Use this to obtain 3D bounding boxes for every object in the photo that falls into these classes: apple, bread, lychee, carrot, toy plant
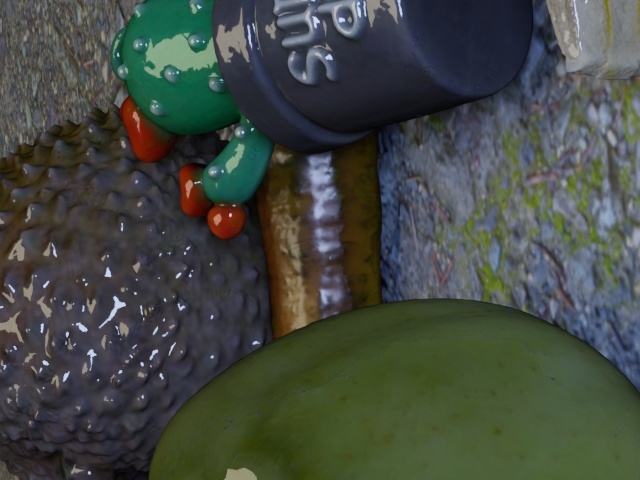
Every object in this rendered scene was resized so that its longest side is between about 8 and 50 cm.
[{"bbox_3d":[0.065,0.212,1.015,0.357,0.357,0.357,177,90,-64],"label":"apple"},{"bbox_3d":[0.189,-0.192,0.983,0.105,0.077,0.152,130,130,-56],"label":"bread"},{"bbox_3d":[-0.205,0.065,1.501,0.380,0.380,0.432,131,146,-55],"label":"lychee"},{"bbox_3d":[0.000,0.000,1.357,0.114,0.114,0.302,-5,88,64],"label":"carrot"},{"bbox_3d":[-0.034,-0.168,1.231,0.400,0.185,0.279,-6,118,46],"label":"toy plant"}]
